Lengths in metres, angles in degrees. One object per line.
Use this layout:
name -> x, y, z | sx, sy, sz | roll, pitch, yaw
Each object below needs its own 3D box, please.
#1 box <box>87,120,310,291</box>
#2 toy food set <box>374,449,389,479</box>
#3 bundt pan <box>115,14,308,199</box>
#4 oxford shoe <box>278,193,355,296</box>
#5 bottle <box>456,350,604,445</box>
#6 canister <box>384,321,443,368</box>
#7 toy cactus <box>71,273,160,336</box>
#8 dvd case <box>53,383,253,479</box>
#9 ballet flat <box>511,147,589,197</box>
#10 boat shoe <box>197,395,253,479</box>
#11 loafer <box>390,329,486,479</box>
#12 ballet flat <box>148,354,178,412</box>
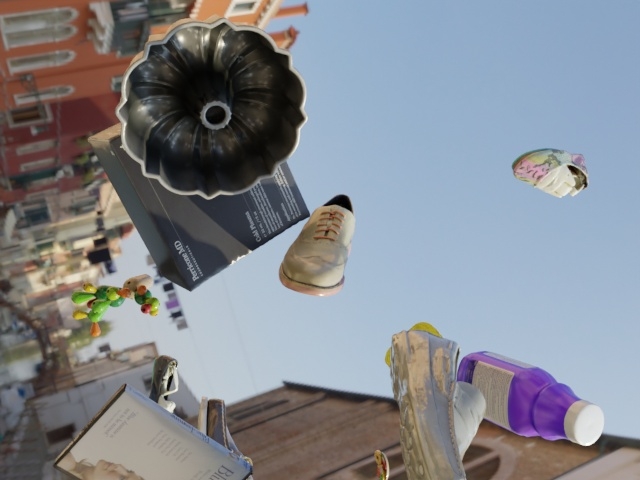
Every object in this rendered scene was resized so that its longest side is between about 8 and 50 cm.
box -> -0.246, -0.128, 1.434 | 0.179, 0.313, 0.343 | 13, -49, 57
toy food set -> 0.170, 0.628, 1.917 | 0.082, 0.020, 0.083 | 174, -83, -77
bundt pan -> -0.195, -0.245, 1.225 | 0.124, 0.331, 0.330 | -118, -158, -53
oxford shoe -> 0.000, 0.000, 1.478 | 0.397, 0.141, 0.146 | -72, 175, -70
bottle -> 0.349, 0.271, 1.181 | 0.283, 0.092, 0.118 | 8, -83, 63
canister -> 0.217, 0.264, 1.495 | 0.073, 0.126, 0.170 | 43, -9, 36
toy cactus -> -0.421, 0.126, 1.491 | 0.219, 0.180, 0.112 | -8, -77, 24
dvd case -> -0.259, 0.354, 1.082 | 0.253, 0.180, 0.022 | 39, 12, -18
ballet flat -> 0.402, -0.109, 1.162 | 0.077, 0.222, 0.079 | -43, -113, 34
boat shoe -> -0.168, 0.441, 1.242 | 0.116, 0.097, 0.324 | 104, -20, -66
loafer -> 0.153, 0.211, 0.860 | 0.319, 0.112, 0.111 | -89, 177, -63
ballet flat -> -0.389, 0.381, 1.702 | 0.074, 0.074, 0.203 | 124, -25, -62
